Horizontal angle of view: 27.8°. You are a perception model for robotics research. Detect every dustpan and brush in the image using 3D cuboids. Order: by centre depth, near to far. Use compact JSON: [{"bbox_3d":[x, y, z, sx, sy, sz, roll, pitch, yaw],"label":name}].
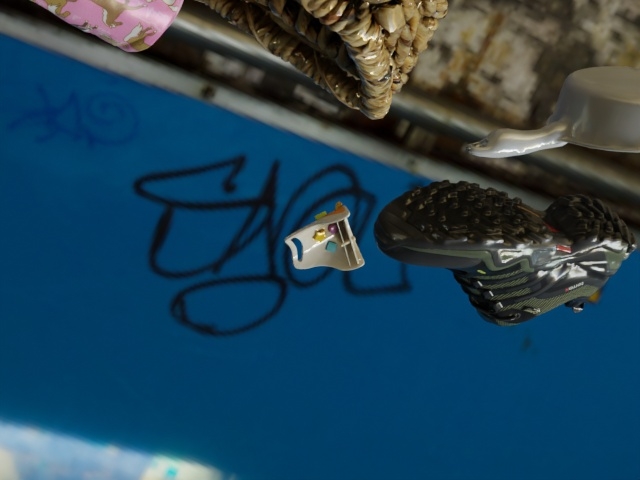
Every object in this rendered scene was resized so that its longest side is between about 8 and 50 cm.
[{"bbox_3d":[0.208,-0.092,0.996,0.211,0.060,0.147,-1,-158,-24],"label":"dustpan and brush"}]

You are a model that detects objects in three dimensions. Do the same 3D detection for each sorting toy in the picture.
[{"bbox_3d":[0.000,0.000,1.410,0.075,0.083,0.045,-22,-134,-5],"label":"sorting toy"}]

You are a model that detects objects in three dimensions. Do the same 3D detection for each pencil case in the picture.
[{"bbox_3d":[-0.368,-0.401,1.746,0.386,0.160,0.167,25,-166,-39],"label":"pencil case"}]

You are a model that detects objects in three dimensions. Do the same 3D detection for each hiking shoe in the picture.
[{"bbox_3d":[0.137,0.023,1.003,0.227,0.114,0.086,5,-146,-25],"label":"hiking shoe"}]

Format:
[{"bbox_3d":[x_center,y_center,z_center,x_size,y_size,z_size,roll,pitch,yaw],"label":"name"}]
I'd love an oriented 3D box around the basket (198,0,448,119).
[{"bbox_3d":[-0.060,-0.207,0.752,0.299,0.223,0.213,36,-151,6],"label":"basket"}]
